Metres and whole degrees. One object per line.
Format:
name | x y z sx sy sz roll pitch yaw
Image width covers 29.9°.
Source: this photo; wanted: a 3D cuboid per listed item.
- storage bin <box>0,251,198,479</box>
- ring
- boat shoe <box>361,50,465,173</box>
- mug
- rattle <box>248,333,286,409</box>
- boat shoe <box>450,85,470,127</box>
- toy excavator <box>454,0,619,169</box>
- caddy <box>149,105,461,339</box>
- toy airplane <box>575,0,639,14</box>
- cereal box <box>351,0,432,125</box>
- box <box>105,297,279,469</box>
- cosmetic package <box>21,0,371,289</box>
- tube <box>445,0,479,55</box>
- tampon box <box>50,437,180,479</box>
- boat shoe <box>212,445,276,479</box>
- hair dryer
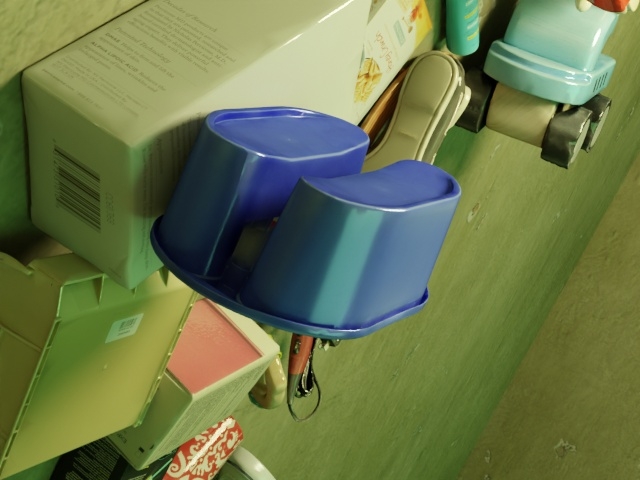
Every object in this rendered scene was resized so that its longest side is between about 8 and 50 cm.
storage bin | -0.285 0.113 1.358 0.262 0.123 0.260 -14 133 -59
ring | 0.120 -0.160 1.950 0.336 0.032 0.336 -46 156 -27
boat shoe | 0.127 -0.126 1.823 0.335 0.112 0.095 -61 153 3
mug | -0.204 0.329 1.853 0.169 0.113 0.150 -45 158 -34
rattle | -0.136 0.232 1.916 0.143 0.130 0.200 -31 176 -27
boat shoe | 0.157 -0.173 1.916 0.065 0.075 0.206 28 104 -25
toy excavator | 0.446 -0.393 2.080 0.433 0.222 0.445 -33 144 -61
caddy | -0.013 -0.008 1.189 0.341 0.241 0.179 -14 129 -61
toy airplane | 0.411 -0.530 1.800 0.384 0.272 0.386 -28 108 -67
cereal box | 0.058 -0.253 1.662 0.240 0.047 0.173 -54 158 -6
box | -0.186 0.181 1.604 0.148 0.127 0.232 -53 166 25
cosmetic package | -0.122 -0.150 1.290 0.385 0.156 0.217 -40 154 -38
tube | 0.217 -0.376 1.837 0.080 0.052 0.207 -55 154 -29
tampon box | -0.284 0.307 1.659 0.120 0.101 0.161 -4 126 -63
boat shoe | -0.166 0.496 2.164 0.156 0.136 0.367 -43 165 -24
hair dryer | -0.011 0.127 1.909 0.223 0.080 0.293 -72 153 -48
